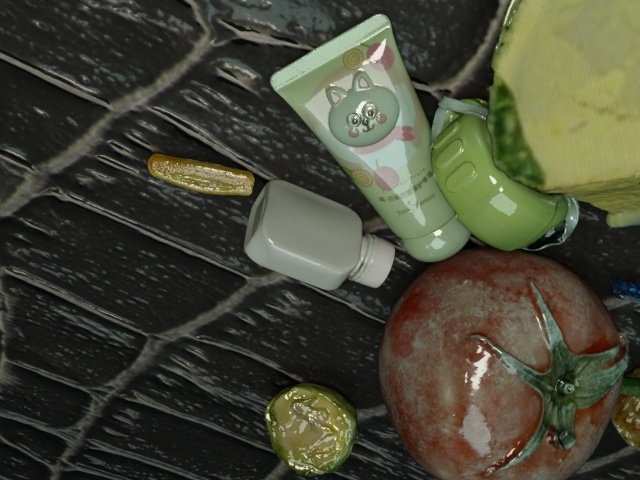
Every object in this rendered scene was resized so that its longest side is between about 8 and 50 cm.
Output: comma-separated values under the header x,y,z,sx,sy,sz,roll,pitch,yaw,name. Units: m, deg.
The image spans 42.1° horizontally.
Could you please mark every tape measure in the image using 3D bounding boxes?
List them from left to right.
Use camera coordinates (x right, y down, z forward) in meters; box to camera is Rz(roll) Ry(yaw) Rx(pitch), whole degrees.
x,y,z,sx,sy,sz,roll,pitch,yaw,name
0.204,-0.074,0.916,0.200,0.175,0.106,34,128,-23,tape measure

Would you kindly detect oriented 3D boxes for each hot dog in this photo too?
x,y,z,sx,sy,sz,roll,pitch,yaw,name
-0.152,-0.082,1.061,0.137,0.028,0.044,9,110,-4,hot dog

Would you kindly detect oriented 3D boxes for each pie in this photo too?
x,y,z,sx,sy,sz,roll,pitch,yaw,name
0.538,0.246,1.261,0.194,0.079,0.163,-25,113,27,pie

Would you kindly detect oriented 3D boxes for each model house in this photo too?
x,y,z,sx,sy,sz,roll,pitch,yaw,name
0.366,-0.156,0.806,0.321,0.261,0.266,-13,160,43,model house

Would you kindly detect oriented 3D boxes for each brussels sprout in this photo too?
x,y,z,sx,sy,sz,roll,pitch,yaw,name
-0.010,0.298,1.363,0.149,0.122,0.151,-11,98,9,brussels sprout

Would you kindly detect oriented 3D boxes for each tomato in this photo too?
x,y,z,sx,sy,sz,roll,pitch,yaw,name
0.228,0.165,1.057,0.317,0.316,0.283,41,166,-29,tomato

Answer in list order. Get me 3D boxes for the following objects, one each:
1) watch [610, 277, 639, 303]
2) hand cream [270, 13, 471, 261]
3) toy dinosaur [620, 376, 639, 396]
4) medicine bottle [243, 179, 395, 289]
x,y,z,sx,sy,sz,roll,pitch,yaw,name
0.576,0.066,1.079,0.275,0.068,0.276,31,132,-23,watch
0.081,-0.105,0.973,0.147,0.093,0.306,-27,120,15,hand cream
0.513,0.165,1.157,0.301,0.087,0.447,44,126,14,toy dinosaur
0.000,0.000,1.057,0.183,0.119,0.069,20,134,-15,medicine bottle
